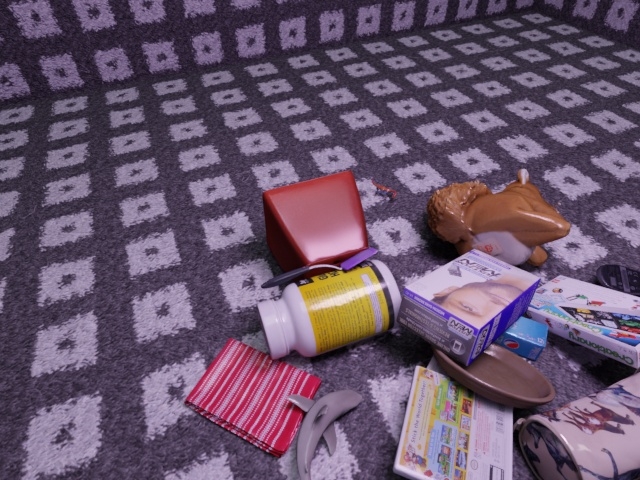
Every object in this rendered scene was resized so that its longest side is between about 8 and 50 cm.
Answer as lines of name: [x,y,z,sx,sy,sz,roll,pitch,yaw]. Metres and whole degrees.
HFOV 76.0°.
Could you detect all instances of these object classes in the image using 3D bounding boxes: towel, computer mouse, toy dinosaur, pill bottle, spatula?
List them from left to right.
towel: [-0.156,0.356,0.966,0.275,0.031,0.199,19,48,19]
spatula: [-0.004,0.071,1.015,0.296,0.030,0.084,-14,8,-5]
pill bottle: [0.019,0.177,1.028,0.334,0.188,0.188,-15,46,-14]
toy dinosaur: [0.231,-0.176,1.466,0.082,0.090,0.047,0,52,48]
computer mouse: [0.890,0.165,1.116,0.262,0.060,0.184,8,55,7]

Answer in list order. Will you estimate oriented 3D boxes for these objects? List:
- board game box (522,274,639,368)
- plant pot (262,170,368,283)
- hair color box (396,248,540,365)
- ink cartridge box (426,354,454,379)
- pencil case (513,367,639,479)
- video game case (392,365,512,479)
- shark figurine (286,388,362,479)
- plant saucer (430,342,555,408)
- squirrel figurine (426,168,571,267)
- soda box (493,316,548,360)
board game box: [0.668,0.181,1.006,0.193,0.053,0.305,-23,20,-19]
plant pot: [0.000,0.000,1.178,0.267,0.267,0.236,-15,59,-13]
hair color box: [0.360,0.139,0.979,0.339,0.110,0.185,-21,38,-41]
ink cartridge box: [0.307,0.364,0.907,0.190,0.082,0.139,26,51,23]
pencil case: [0.608,0.367,0.827,0.410,0.160,0.183,-17,32,-11]
video game case: [0.265,0.376,0.797,0.206,0.026,0.227,18,43,11]
shark figurine: [-0.001,0.399,0.834,0.166,0.116,0.278,24,42,-3]
plant saucer: [0.375,0.285,0.923,0.278,0.041,0.278,17,13,-4]
squirrel figurine: [0.522,-0.090,1.234,0.397,0.281,0.370,25,44,21]
soda box: [0.459,0.224,1.053,0.210,0.067,0.071,20,48,20]
